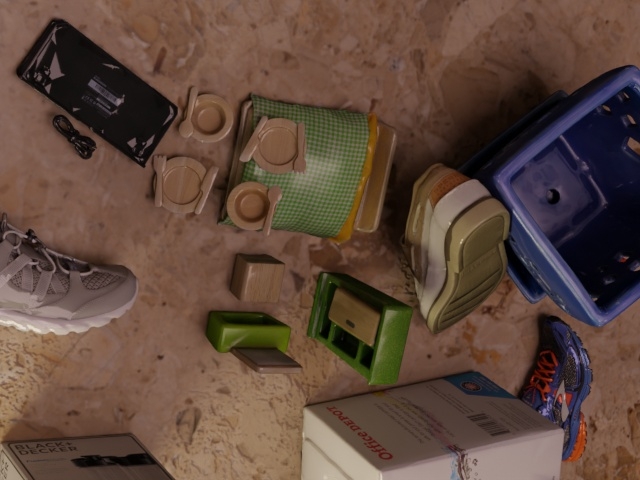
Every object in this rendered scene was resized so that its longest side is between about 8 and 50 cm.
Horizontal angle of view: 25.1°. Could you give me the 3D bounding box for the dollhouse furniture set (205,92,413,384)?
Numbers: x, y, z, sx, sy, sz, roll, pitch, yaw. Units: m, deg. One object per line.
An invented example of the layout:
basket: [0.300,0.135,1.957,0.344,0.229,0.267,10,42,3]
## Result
dollhouse furniture set: [0.000,0.000,1.659,0.198,0.151,0.301,4,105,-31]

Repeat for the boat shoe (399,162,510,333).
boat shoe: [0.159,0.009,1.743,0.113,0.103,0.302,-31,157,-19]

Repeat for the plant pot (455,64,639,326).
plant pot: [0.313,-0.054,1.764,0.236,0.212,0.236,-39,103,-14]

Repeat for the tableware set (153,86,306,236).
tableware set: [-0.101,-0.085,1.607,0.169,0.020,0.141,17,88,1]

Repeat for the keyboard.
keyboard: [-0.245,-0.146,1.545,0.180,0.023,0.108,37,81,-33]

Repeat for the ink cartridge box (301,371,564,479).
ink cartridge box: [0.135,0.310,1.820,0.270,0.198,0.197,-8,111,-27]

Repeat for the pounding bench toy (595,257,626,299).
pounding bench toy: [0.375,0.044,1.953,0.083,0.052,0.065,16,99,-33]

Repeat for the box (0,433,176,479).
box: [-0.232,0.307,1.551,0.169,0.290,0.087,0,105,-28]

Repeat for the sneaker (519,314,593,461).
sneaker: [0.317,0.209,1.964,0.087,0.083,0.221,-9,108,-19]

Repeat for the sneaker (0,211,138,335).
sneaker: [-0.320,0.030,1.512,0.281,0.105,0.115,3,106,-30]
